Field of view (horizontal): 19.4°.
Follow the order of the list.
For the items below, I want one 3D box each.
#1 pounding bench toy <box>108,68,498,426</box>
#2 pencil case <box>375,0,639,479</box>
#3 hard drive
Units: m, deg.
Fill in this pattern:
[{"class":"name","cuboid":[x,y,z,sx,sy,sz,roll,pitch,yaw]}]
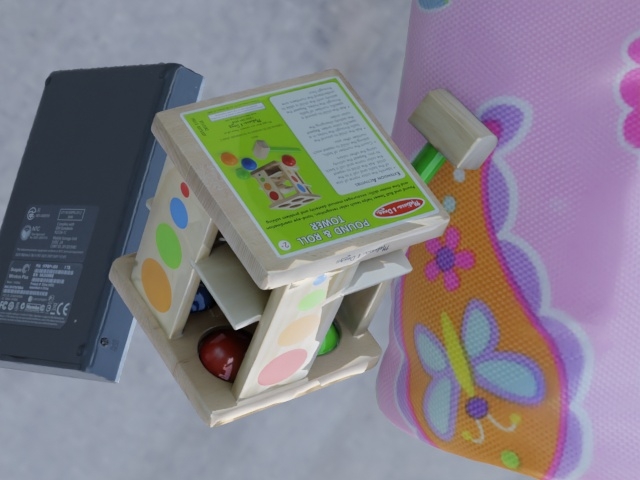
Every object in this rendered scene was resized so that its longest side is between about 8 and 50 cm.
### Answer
[{"class":"pounding bench toy","cuboid":[0.000,0.000,0.459,0.083,0.052,0.065,-17,147,-32]},{"class":"pencil case","cuboid":[0.084,-0.077,0.489,0.124,0.124,0.284,-16,114,-58]},{"class":"hard drive","cuboid":[-0.102,-0.010,0.797,0.022,0.094,0.135,25,75,-41]}]
